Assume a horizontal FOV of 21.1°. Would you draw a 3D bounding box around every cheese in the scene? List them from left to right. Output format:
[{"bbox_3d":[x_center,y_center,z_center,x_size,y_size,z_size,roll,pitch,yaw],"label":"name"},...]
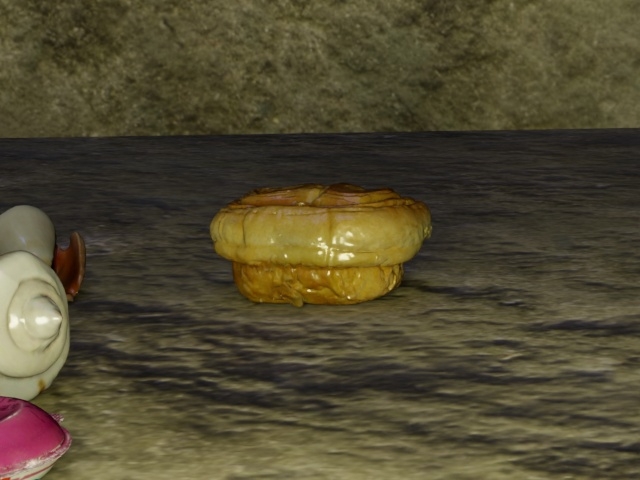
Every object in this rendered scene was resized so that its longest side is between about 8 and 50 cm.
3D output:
[{"bbox_3d":[-0.279,0.168,1.276,0.155,0.062,0.244,2,13,25],"label":"cheese"}]

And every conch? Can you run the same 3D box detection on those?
[{"bbox_3d":[-0.313,0.100,1.555,0.255,0.127,0.158,-22,24,49],"label":"conch"},{"bbox_3d":[-0.320,0.018,1.958,0.104,0.094,0.176,37,-6,-32],"label":"conch"}]

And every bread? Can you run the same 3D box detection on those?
[{"bbox_3d":[-0.001,0.001,1.887,0.236,0.120,0.198,1,11,22],"label":"bread"}]
